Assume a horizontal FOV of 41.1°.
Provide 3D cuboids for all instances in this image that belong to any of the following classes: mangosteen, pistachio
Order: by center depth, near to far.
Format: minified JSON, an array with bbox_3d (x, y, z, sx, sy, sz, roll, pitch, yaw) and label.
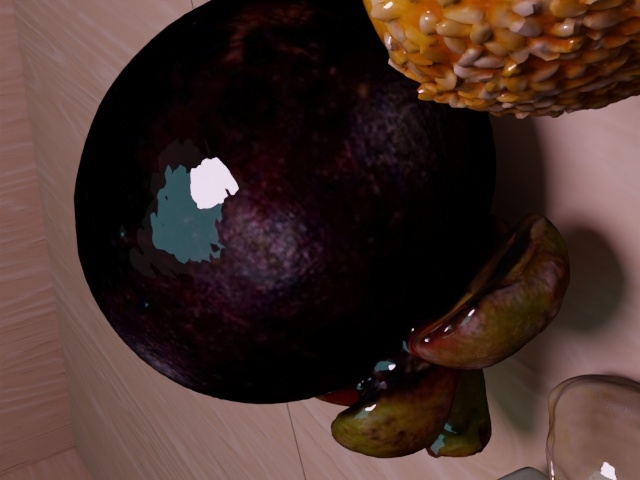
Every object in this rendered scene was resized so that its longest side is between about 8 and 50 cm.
[{"bbox_3d":[0.249,0.180,0.656,0.185,0.124,0.124,35,135,24],"label":"pistachio"},{"bbox_3d":[0.000,0.000,0.726,0.435,0.382,0.382,53,145,16],"label":"mangosteen"}]

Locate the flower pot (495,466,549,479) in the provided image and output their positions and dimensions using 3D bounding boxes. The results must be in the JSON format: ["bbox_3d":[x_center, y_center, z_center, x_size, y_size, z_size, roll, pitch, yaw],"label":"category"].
[{"bbox_3d":[0.226,0.407,0.757,0.254,0.165,0.367,20,121,48],"label":"flower pot"}]

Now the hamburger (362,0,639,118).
[{"bbox_3d":[0.151,-0.210,0.403,0.330,0.330,0.250,-31,80,59],"label":"hamburger"}]
